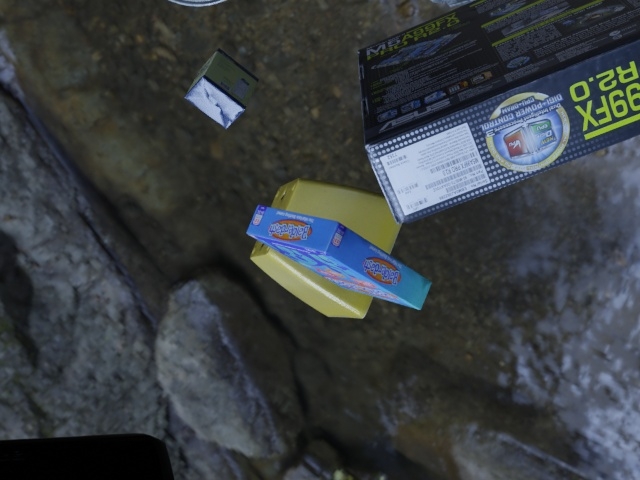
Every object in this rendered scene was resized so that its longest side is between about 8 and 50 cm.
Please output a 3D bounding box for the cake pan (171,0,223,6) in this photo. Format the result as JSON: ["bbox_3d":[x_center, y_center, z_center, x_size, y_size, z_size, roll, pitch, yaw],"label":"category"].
[{"bbox_3d":[-0.206,-0.511,1.459,0.293,0.054,0.293,6,106,20],"label":"cake pan"}]

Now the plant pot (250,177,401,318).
[{"bbox_3d":[0.000,0.000,1.640,0.187,0.212,0.212,25,170,-13],"label":"plant pot"}]

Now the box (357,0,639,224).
[{"bbox_3d":[0.159,-0.125,0.633,0.270,0.216,0.060,-21,114,10],"label":"box"}]

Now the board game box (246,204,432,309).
[{"bbox_3d":[0.027,0.023,1.280,0.160,0.047,0.210,13,167,47],"label":"board game box"}]

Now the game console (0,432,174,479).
[{"bbox_3d":[-0.154,0.300,0.601,0.044,0.213,0.361,-36,61,36],"label":"game console"}]

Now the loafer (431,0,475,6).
[{"bbox_3d":[0.167,-0.302,1.014,0.094,0.251,0.088,-7,100,18],"label":"loafer"}]

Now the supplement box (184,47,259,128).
[{"bbox_3d":[-0.153,-0.239,1.484,0.083,0.083,0.056,37,133,-18],"label":"supplement box"}]
